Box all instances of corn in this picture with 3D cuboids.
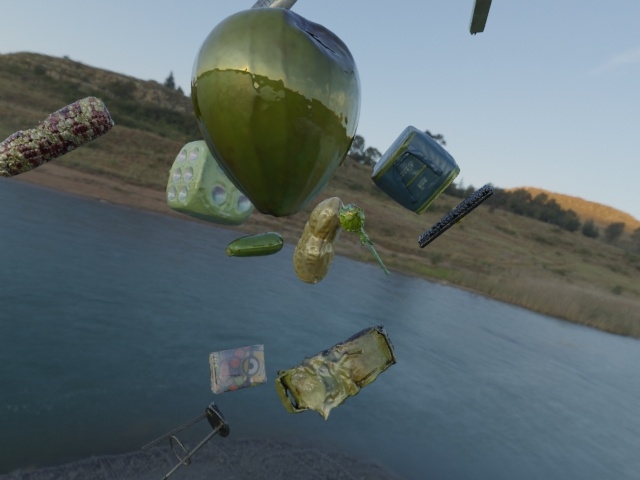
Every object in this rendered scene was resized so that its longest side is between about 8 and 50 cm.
[{"bbox_3d":[-0.637,-0.246,1.064,0.098,0.289,0.098,45,-22,24],"label":"corn"}]

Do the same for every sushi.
[{"bbox_3d":[0.039,0.303,1.007,0.290,0.139,0.131,-27,-10,2],"label":"sushi"}]

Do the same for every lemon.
[{"bbox_3d":[0.601,-0.110,1.951,0.065,0.092,0.065,3,11,-1],"label":"lemon"}]

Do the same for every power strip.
[{"bbox_3d":[0.265,-0.380,0.745,0.027,0.017,0.083,-1,-29,4],"label":"power strip"}]

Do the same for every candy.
[{"bbox_3d":[0.138,0.004,1.335,0.262,0.077,0.073,55,3,-22],"label":"candy"}]

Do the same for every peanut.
[{"bbox_3d":[0.000,0.000,1.481,0.146,0.306,0.147,21,7,-3],"label":"peanut"}]

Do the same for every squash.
[{"bbox_3d":[-0.181,0.016,1.249,0.066,0.066,0.201,17,18,36],"label":"squash"}]

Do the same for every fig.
[{"bbox_3d":[-0.062,-0.167,0.619,0.239,0.271,0.239,3,-1,0],"label":"fig"}]

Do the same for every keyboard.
[{"bbox_3d":[0.344,-0.064,1.156,0.023,0.231,0.072,45,24,-8],"label":"keyboard"}]

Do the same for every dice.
[{"bbox_3d":[-0.383,-0.196,1.601,0.254,0.252,0.249,4,-12,46],"label":"dice"}]

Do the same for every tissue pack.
[{"bbox_3d":[-0.223,0.346,1.212,0.148,0.109,0.060,-1,-12,-31],"label":"tissue pack"}]

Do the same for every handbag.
[{"bbox_3d":[0.347,-0.260,1.670,0.241,0.263,0.222,36,19,-6],"label":"handbag"}]

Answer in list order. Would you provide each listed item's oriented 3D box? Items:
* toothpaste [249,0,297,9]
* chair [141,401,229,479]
[{"bbox_3d":[-0.128,-0.474,0.963,0.066,0.323,0.100,25,29,-51],"label":"toothpaste"},{"bbox_3d":[-0.309,0.493,1.102,0.095,0.104,0.221,-7,16,41],"label":"chair"}]
